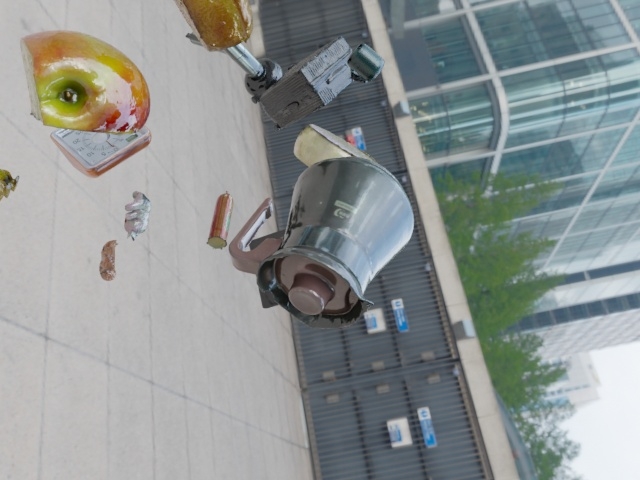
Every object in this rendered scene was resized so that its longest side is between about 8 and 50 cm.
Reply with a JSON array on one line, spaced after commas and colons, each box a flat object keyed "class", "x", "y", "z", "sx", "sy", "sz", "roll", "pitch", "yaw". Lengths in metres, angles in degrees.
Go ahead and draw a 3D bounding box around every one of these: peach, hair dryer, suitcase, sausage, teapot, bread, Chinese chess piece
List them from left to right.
[{"class": "peach", "x": -0.592, "y": -0.401, "z": 1.407, "sx": 0.380, "sy": 0.306, "sz": 0.242, "roll": 25, "pitch": -66, "yaw": 60}, {"class": "sausage", "x": -0.536, "y": 0.048, "z": 1.391, "sx": 0.036, "sy": 0.042, "sz": 0.158, "roll": -66, "pitch": -154, "yaw": 26}, {"class": "bread", "x": -0.296, "y": -0.643, "z": 1.415, "sx": 0.312, "sy": 0.172, "sz": 0.312, "roll": 58, "pitch": -7, "yaw": 11}, {"class": "sausage", "x": -0.385, "y": -0.092, "z": 2.142, "sx": 0.083, "sy": 0.083, "sz": 0.264, "roll": 74, "pitch": 15, "yaw": -52}, {"class": "hair dryer", "x": -0.319, "y": -0.688, "z": 1.987, "sx": 0.284, "sy": 0.155, "sz": 0.320, "roll": 45, "pitch": 7, "yaw": 36}, {"class": "suitcase", "x": -0.046, "y": -0.511, "z": 1.803, "sx": 0.152, "sy": 0.229, "sz": 0.335, "roll": 51, "pitch": -26, "yaw": -17}, {"class": "teapot", "x": 0.000, "y": 0.000, "z": 1.255, "sx": 0.361, "sy": 0.376, "sz": 0.305, "roll": -60, "pitch": 155, "yaw": -43}, {"class": "Chinese chess piece", "x": 0.048, "y": -0.257, "z": 1.716, "sx": 0.112, "sy": 0.270, "sz": 0.270, "roll": -58, "pitch": -170, "yaw": 14}]

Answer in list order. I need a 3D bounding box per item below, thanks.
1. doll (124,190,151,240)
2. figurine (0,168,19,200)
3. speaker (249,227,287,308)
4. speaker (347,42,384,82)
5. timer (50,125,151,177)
[{"class": "doll", "x": -0.733, "y": -0.099, "z": 2.210, "sx": 0.149, "sy": 0.095, "sz": 0.192, "roll": -95, "pitch": -160, "yaw": -59}, {"class": "figurine", "x": -0.841, "y": -0.151, "z": 1.331, "sx": 0.176, "sy": 0.122, "sz": 0.121, "roll": 40, "pitch": 12, "yaw": -21}, {"class": "speaker", "x": -0.066, "y": 0.081, "z": 1.762, "sx": 0.184, "sy": 0.254, "sz": 0.232, "roll": -2, "pitch": 77, "yaw": -57}, {"class": "speaker", "x": 0.098, "y": -0.396, "z": 1.236, "sx": 0.075, "sy": 0.060, "sz": 0.094, "roll": 37, "pitch": -3, "yaw": -10}, {"class": "timer", "x": -0.744, "y": -0.333, "z": 1.909, "sx": 0.250, "sy": 0.257, "sz": 0.161, "roll": 29, "pitch": -33, "yaw": 36}]
